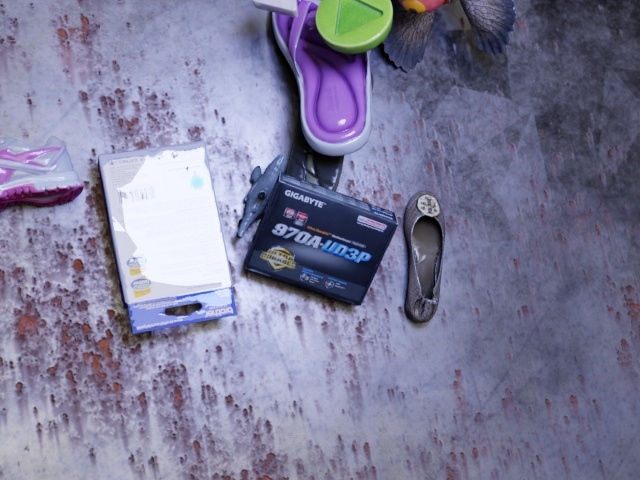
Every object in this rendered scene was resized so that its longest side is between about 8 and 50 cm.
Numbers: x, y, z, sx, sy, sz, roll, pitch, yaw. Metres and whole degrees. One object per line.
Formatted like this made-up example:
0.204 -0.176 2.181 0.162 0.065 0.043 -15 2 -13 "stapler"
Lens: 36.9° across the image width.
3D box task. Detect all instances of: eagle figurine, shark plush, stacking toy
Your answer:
0.235 -0.495 1.815 0.225 0.226 0.298 9 69 -33 "eagle figurine"
-0.112 -0.080 1.680 0.073 0.067 0.161 42 70 -3 "shark plush"
0.059 -0.441 1.696 0.309 0.130 0.279 29 75 22 "stacking toy"

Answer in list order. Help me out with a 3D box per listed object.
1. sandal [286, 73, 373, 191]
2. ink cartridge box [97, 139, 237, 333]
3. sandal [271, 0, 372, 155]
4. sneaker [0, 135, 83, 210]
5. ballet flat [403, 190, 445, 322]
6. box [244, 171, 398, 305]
0.009 -0.191 1.732 0.120 0.086 0.303 16 71 12 "sandal"
-0.260 -0.005 1.624 0.185 0.065 0.311 -9 78 -18 "ink cartridge box"
0.014 -0.342 1.699 0.169 0.102 0.416 -13 62 -3 "sandal"
-0.522 -0.111 1.561 0.252 0.103 0.111 -7 75 -24 "sneaker"
0.192 0.026 1.747 0.084 0.058 0.250 10 75 -14 "ballet flat"
0.000 0.000 1.652 0.220 0.051 0.175 20 112 -11 "box"
